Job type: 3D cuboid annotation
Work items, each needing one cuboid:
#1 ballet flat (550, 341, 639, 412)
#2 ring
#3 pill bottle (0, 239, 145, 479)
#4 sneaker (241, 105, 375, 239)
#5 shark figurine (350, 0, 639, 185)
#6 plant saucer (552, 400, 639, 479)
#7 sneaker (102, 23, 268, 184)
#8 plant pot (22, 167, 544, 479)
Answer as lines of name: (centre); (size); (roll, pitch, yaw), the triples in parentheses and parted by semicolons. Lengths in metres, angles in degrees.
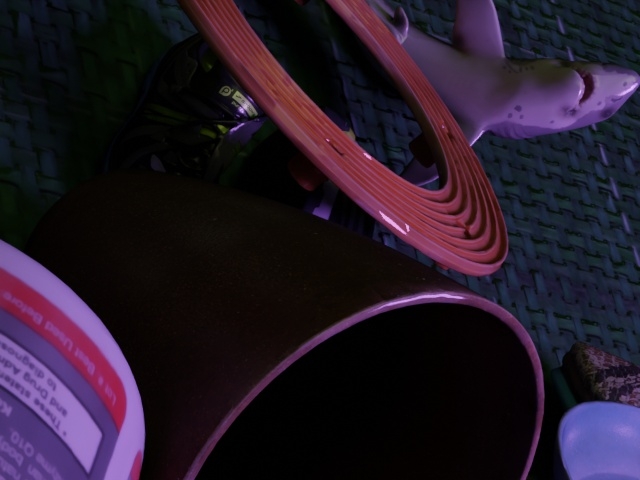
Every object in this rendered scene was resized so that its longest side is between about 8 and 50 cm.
ballet flat: (0.297, 0.265, 1.218); (0.164, 0.182, 0.482); (49, 23, -63)
ring: (-0.005, -0.108, 1.179); (0.336, 0.032, 0.336); (45, 18, -18)
pill bottle: (-0.203, 0.172, 0.695); (0.210, 0.210, 0.363); (40, 38, -21)
sneaker: (0.000, 0.000, 1.161); (0.097, 0.084, 0.234); (54, 26, -17)
shark figurine: (0.076, -0.141, 1.391); (0.278, 0.166, 0.116); (46, 7, 17)
plant saucer: (0.247, 0.203, 1.048); (0.318, 0.043, 0.317); (30, 19, -12)
sneaker: (-0.074, -0.066, 1.145); (0.067, 0.078, 0.188); (38, 40, -23)
plant pot: (-0.046, 0.062, 0.957); (0.215, 0.215, 0.230); (11, 21, -44)
